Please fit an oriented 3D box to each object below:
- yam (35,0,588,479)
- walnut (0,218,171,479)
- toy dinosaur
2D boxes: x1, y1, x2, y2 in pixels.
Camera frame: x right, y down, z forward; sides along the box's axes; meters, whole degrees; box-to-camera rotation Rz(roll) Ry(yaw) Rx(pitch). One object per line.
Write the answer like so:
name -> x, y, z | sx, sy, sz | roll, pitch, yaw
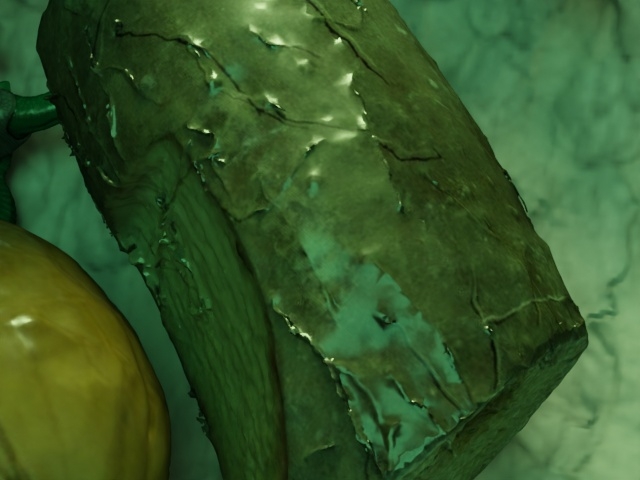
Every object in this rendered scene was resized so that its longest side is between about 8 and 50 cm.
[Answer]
yam -> 0.000, 0.000, 0.666 | 0.154, 0.154, 0.254 | -27, 65, 3
walnut -> -0.143, 0.069, 0.665 | 0.159, 0.159, 0.206 | -48, 46, -5
toy dinosaur -> -0.159, -0.055, 0.766 | 0.132, 0.059, 0.096 | -9, 64, 18
